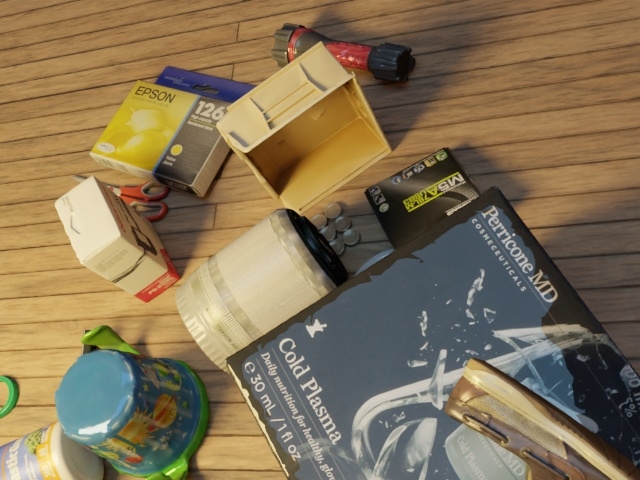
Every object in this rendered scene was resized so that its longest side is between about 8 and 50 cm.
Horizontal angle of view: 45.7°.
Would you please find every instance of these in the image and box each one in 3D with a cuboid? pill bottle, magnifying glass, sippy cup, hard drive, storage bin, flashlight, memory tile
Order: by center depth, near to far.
[{"bbox_3d":[-0.357,0.306,1.399,0.306,0.224,0.240,18,74,26],"label":"sippy cup"},{"bbox_3d":[-0.569,0.456,1.451,0.272,0.152,0.152,-25,60,8],"label":"pill bottle"},{"bbox_3d":[-0.028,-0.207,1.490,0.260,0.262,0.123,-35,58,3],"label":"storage bin"},{"bbox_3d":[0.000,0.000,1.529,0.148,0.012,0.113,-35,59,2],"label":"memory tile"},{"bbox_3d":[-0.474,0.261,1.543,0.022,0.094,0.135,2,63,-12],"label":"hard drive"},{"bbox_3d":[-0.757,0.356,1.646,0.231,0.026,0.092,-15,62,12],"label":"magnifying glass"},{"bbox_3d":[0.043,-0.403,1.647,0.304,0.103,0.103,17,72,27],"label":"flashlight"}]

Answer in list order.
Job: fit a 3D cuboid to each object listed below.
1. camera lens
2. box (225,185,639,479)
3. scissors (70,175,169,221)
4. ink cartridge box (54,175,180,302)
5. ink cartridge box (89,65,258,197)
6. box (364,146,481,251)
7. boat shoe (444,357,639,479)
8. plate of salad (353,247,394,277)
[{"bbox_3d":[-0.099,0.090,1.399,0.274,0.219,0.219,-36,59,6],"label":"camera lens"},{"bbox_3d":[0.199,0.268,1.126,0.472,0.297,0.479,-33,69,2],"label":"box"},{"bbox_3d":[-0.475,-0.102,1.750,0.297,0.021,0.109,5,70,21],"label":"scissors"},{"bbox_3d":[-0.412,0.002,1.552,0.100,0.237,0.172,-35,59,2],"label":"ink cartridge box"},{"bbox_3d":[-0.328,-0.273,1.740,0.304,0.072,0.307,17,72,26],"label":"ink cartridge box"},{"bbox_3d":[0.199,-0.072,1.444,0.191,0.045,0.184,-28,43,6],"label":"box"},{"bbox_3d":[0.278,0.255,0.905,0.285,0.103,0.092,36,97,17],"label":"boat shoe"},{"bbox_3d":[0.146,0.084,1.394,0.200,0.048,0.199,-10,50,12],"label":"plate of salad"}]
